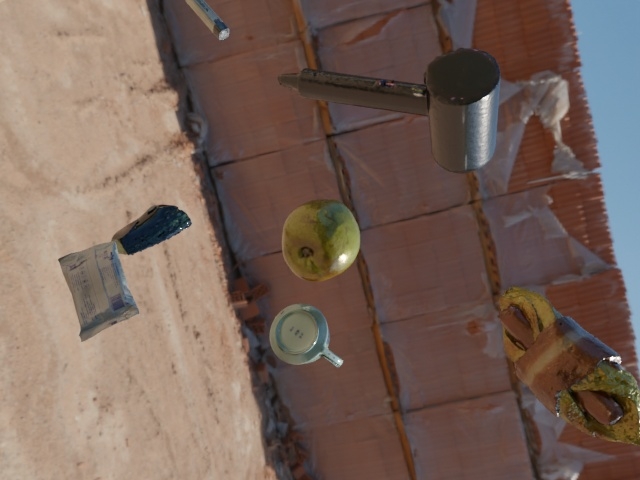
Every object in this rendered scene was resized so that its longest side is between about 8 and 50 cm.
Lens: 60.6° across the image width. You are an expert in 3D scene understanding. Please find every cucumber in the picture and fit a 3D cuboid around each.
[{"bbox_3d":[-0.447,-0.032,1.418,0.193,0.115,0.086,-42,132,-36],"label":"cucumber"}]

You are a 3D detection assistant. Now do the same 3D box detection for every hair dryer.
[{"bbox_3d":[0.065,-0.144,0.591,0.071,0.247,0.114,-66,154,-26],"label":"hair dryer"}]

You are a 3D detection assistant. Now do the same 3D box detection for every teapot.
[{"bbox_3d":[-0.038,0.259,1.454,0.159,0.231,0.159,-41,149,-32],"label":"teapot"}]

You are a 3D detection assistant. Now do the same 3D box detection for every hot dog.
[{"bbox_3d":[0.332,0.174,0.755,0.093,0.123,0.261,-4,39,-46],"label":"hot dog"}]

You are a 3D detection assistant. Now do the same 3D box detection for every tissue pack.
[{"bbox_3d":[-0.446,0.092,1.098,0.026,0.122,0.193,76,-12,-64],"label":"tissue pack"}]

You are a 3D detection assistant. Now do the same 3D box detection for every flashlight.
[{"bbox_3d":[-0.157,-0.311,0.757,0.083,0.018,0.018,50,-25,14],"label":"flashlight"}]

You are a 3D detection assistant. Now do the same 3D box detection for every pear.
[{"bbox_3d":[0.000,0.000,1.292,0.200,0.199,0.200,-11,90,-84],"label":"pear"}]
